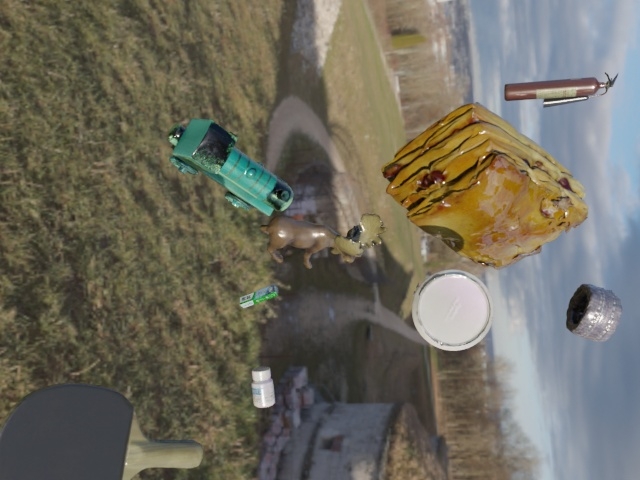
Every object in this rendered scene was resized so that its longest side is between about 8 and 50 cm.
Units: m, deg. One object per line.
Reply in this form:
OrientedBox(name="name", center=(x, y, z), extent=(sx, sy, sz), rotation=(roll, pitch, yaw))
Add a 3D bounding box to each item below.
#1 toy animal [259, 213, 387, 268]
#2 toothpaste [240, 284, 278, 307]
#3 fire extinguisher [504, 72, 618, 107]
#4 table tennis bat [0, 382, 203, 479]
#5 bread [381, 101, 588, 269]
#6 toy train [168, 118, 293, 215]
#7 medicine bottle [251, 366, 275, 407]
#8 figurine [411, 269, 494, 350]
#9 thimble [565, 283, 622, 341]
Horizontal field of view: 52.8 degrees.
OrientedBox(name="toy animal", center=(0.000, 0.000, 1.228), extent=(0.186, 0.214, 0.093), rotation=(139, -43, -56))
OrientedBox(name="toothpaste", center=(-0.124, 0.113, 1.301), extent=(0.017, 0.083, 0.020), rotation=(48, 28, -46))
OrientedBox(name="fire extinguisher", center=(0.387, -0.238, 1.040), extent=(0.035, 0.173, 0.048), rotation=(-57, 142, -60))
OrientedBox(name="table tennis bat", center=(-0.227, 0.227, 0.693), extent=(0.247, 0.022, 0.138), rotation=(21, 72, -47))
OrientedBox(name="bread", center=(0.302, -0.074, 1.211), extent=(0.325, 0.277, 0.167), rotation=(37, 43, -21))
OrientedBox(name="toy train", center=(-0.193, -0.156, 1.422), extent=(0.298, 0.194, 0.120), rotation=(33, 81, -35))
OrientedBox(name="medicine bottle", center=(-0.139, 0.352, 1.549), extent=(0.052, 0.052, 0.089), rotation=(-19, 104, -75))
OrientedBox(name="figurine", center=(0.212, 0.111, 1.080), extent=(0.154, 0.132, 0.132), rotation=(30, 56, -84))
OrientedBox(name="thimble", center=(0.736, 0.196, 1.739), extent=(0.150, 0.098, 0.150), rotation=(18, 90, -87))
